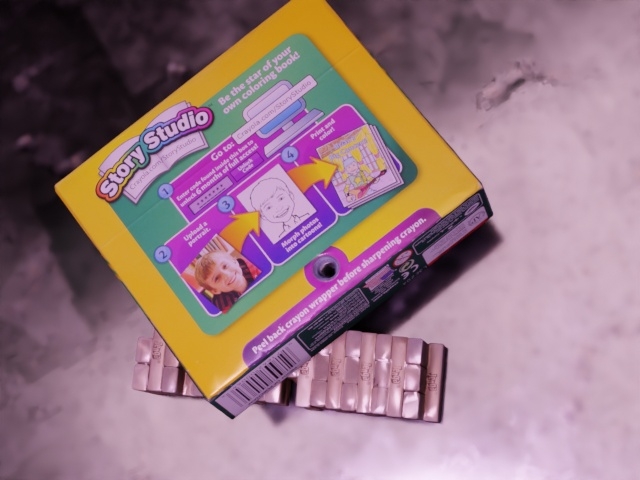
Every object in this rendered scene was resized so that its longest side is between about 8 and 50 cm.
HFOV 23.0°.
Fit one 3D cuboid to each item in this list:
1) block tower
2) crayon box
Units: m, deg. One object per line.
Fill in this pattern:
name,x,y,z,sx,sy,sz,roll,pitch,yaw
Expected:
block tower,-0.034,0.141,1.753,0.335,0.097,0.091,4,83,10
crayon box,-0.053,-0.044,1.706,0.363,0.106,0.313,-38,67,-1
